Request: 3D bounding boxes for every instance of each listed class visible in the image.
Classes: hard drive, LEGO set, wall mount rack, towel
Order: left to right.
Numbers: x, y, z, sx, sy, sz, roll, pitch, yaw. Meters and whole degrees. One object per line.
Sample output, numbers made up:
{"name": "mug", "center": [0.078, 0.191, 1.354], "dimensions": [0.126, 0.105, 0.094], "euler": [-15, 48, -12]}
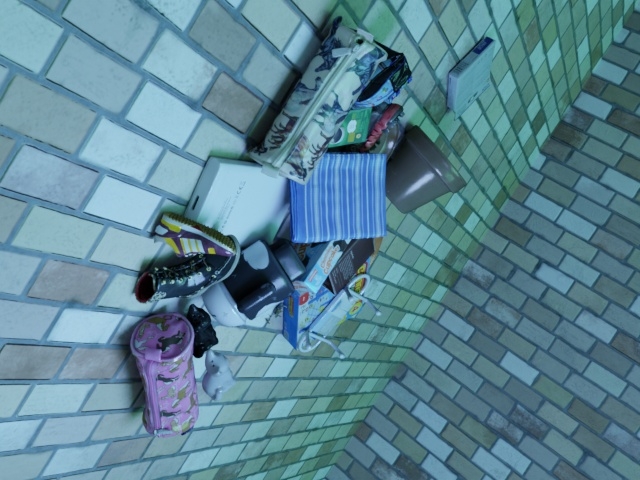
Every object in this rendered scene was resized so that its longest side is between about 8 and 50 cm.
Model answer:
{"name": "hard drive", "center": [-0.197, -0.088, 1.710], "dimensions": [0.353, 0.047, 0.233], "euler": [-2, 123, -59]}
{"name": "LEGO set", "center": [-0.149, 0.236, 2.217], "dimensions": [0.083, 0.023, 0.054], "euler": [-26, 142, -24]}
{"name": "wall mount rack", "center": [0.058, 0.264, 2.235], "dimensions": [0.350, 0.130, 0.304], "euler": [-50, 148, 4]}
{"name": "towel", "center": [0.055, -0.121, 1.838], "dimensions": [0.335, 0.040, 0.243], "euler": [-4, 95, -37]}

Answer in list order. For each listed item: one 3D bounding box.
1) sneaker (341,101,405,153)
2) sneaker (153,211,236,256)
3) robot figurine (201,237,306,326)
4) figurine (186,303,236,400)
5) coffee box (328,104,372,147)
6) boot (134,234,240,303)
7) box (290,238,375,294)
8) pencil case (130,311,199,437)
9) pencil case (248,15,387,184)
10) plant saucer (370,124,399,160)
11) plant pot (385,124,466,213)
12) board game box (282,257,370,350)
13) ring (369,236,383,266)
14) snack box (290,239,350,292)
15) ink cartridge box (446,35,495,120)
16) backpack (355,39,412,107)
{"name": "sneaker", "center": [0.118, -0.318, 1.928], "dimensions": [0.098, 0.135, 0.276], "euler": [-48, 180, -43]}
{"name": "sneaker", "center": [-0.286, 0.007, 1.544], "dimensions": [0.084, 0.185, 0.069], "euler": [-62, -172, 14]}
{"name": "robot figurine", "center": [-0.177, 0.111, 1.785], "dimensions": [0.278, 0.174, 0.209], "euler": [-32, 161, -3]}
{"name": "figurine", "center": [-0.292, 0.290, 1.766], "dimensions": [0.092, 0.215, 0.209], "euler": [-21, 155, -16]}
{"name": "coffee box", "center": [0.042, -0.305, 1.796], "dimensions": [0.184, 0.040, 0.113], "euler": [-13, 137, -22]}
{"name": "boot", "center": [-0.312, 0.074, 1.599], "dimensions": [0.236, 0.085, 0.178], "euler": [-40, 161, 30]}
{"name": "box", "center": [0.040, 0.023, 2.109], "dimensions": [0.203, 0.168, 0.167], "euler": [-47, 153, -17]}
{"name": "pencil case", "center": [-0.400, 0.357, 1.762], "dimensions": [0.160, 0.167, 0.386], "euler": [-14, 137, -22]}
{"name": "pencil case", "center": [-0.007, -0.322, 1.623], "dimensions": [0.410, 0.159, 0.183], "euler": [-57, 170, 3]}
{"name": "plant saucer", "center": [0.172, -0.294, 2.115], "dimensions": [0.198, 0.036, 0.199], "euler": [-41, 151, -29]}
{"name": "plant pot", "center": [0.320, -0.214, 2.266], "dimensions": [0.229, 0.263, 0.263], "euler": [-41, 157, 11]}
{"name": "board game box", "center": [0.017, 0.191, 2.312], "dimensions": [0.301, 0.086, 0.308], "euler": [-28, 145, -27]}
{"name": "ring", "center": [0.116, 0.057, 2.446], "dimensions": [0.336, 0.032, 0.337], "euler": [-40, 150, -29]}
{"name": "snack box", "center": [0.000, 0.000, 1.943], "dimensions": [0.060, 0.187, 0.322], "euler": [45, 66, -28]}
{"name": "ink cartridge box", "center": [0.528, -0.569, 2.392], "dimensions": [0.223, 0.045, 0.224], "euler": [-45, 154, -19]}
{"name": "backpack", "center": [0.132, -0.417, 1.760], "dimensions": [0.173, 0.158, 0.117], "euler": [-51, 147, -4]}
